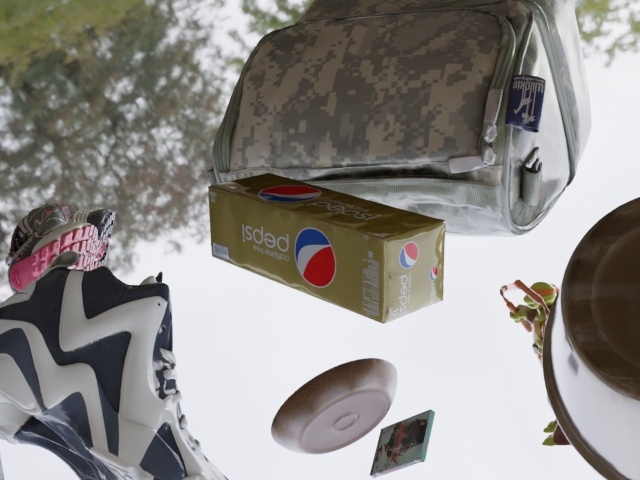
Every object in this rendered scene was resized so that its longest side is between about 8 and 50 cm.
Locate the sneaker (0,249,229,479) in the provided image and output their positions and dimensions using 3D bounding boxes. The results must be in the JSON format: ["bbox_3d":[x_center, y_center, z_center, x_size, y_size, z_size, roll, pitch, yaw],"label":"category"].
[{"bbox_3d":[-0.114,0.098,0.649,0.094,0.235,0.153,-43,-164,50],"label":"sneaker"}]

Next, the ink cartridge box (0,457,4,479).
[{"bbox_3d":[-0.326,0.077,0.638,0.206,0.208,0.045,-9,179,-10],"label":"ink cartridge box"}]

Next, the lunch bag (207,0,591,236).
[{"bbox_3d":[0.079,-0.105,0.872,0.305,0.212,0.256,1,-145,29],"label":"lunch bag"}]

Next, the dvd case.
[{"bbox_3d":[0.126,0.313,1.479,0.119,0.013,0.087,-34,-152,45],"label":"dvd case"}]

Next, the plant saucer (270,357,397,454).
[{"bbox_3d":[0.028,0.241,1.340,0.198,0.198,0.036,-28,-125,-7],"label":"plant saucer"}]

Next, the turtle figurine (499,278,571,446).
[{"bbox_3d":[0.298,0.141,1.234,0.087,0.217,0.269,-12,-177,2],"label":"turtle figurine"}]

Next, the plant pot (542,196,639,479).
[{"bbox_3d":[0.346,0.087,0.903,0.323,0.280,0.323,-10,-114,24],"label":"plant pot"}]

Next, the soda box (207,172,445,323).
[{"bbox_3d":[0.000,0.000,0.668,0.061,0.058,0.181,-17,-155,-40],"label":"soda box"}]

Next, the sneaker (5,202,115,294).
[{"bbox_3d":[-0.328,0.022,1.160,0.112,0.121,0.299,11,-173,-6],"label":"sneaker"}]
